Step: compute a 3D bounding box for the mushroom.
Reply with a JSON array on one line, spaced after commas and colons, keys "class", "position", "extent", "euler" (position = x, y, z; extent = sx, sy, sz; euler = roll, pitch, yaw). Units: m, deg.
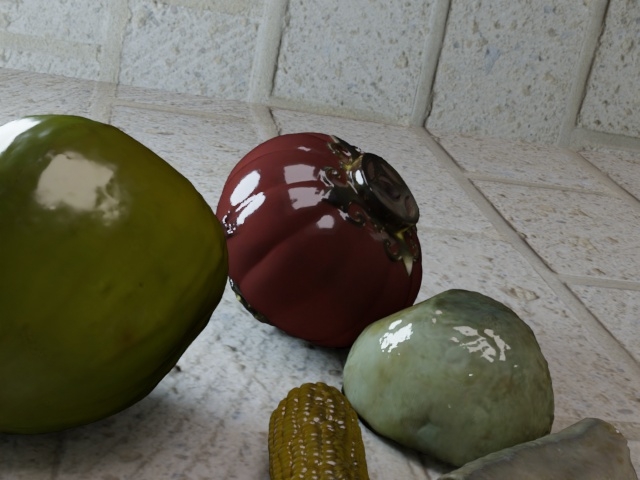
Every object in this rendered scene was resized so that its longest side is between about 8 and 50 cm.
[{"class": "mushroom", "position": [0.143, 0.144, 1.260], "extent": [0.190, 0.164, 0.267], "euler": [3, 20, -23]}]

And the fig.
[{"class": "fig", "position": [-0.275, 0.045, 1.114], "extent": [0.344, 0.343, 0.343], "euler": [10, 19, -3]}]

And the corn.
[{"class": "corn", "position": [-0.002, 0.230, 1.041], "extent": [0.102, 0.101, 0.310], "euler": [9, 21, -6]}]

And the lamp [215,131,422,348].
[{"class": "lamp", "position": [0.000, 0.000, 1.434], "extent": [0.303, 0.257, 0.303], "euler": [40, 28, -26]}]

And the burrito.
[{"class": "burrito", "position": [0.210, 0.260, 1.058], "extent": [0.143, 0.105, 0.299], "euler": [29, 24, 34]}]
